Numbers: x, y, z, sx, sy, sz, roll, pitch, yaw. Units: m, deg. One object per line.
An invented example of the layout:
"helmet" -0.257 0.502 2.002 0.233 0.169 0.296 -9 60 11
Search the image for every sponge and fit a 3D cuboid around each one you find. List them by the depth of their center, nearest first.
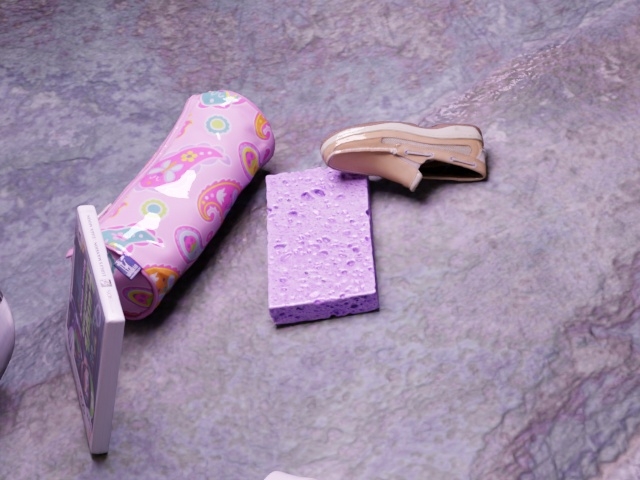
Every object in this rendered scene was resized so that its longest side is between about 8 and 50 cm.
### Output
"sponge" 0.000 0.000 1.866 0.117 0.031 0.210 -8 44 5

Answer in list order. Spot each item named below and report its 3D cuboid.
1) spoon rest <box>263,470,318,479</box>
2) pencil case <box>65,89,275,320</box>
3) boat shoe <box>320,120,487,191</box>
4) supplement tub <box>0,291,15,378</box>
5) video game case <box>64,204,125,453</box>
"spoon rest" -0.066 0.317 1.536 0.137 0.084 0.276 7 48 21
"pencil case" -0.164 -0.044 1.886 0.124 0.124 0.284 16 51 27
"boat shoe" 0.096 -0.089 1.886 0.190 0.068 0.072 -4 63 -11
"supplement tub" -0.447 0.173 1.660 0.207 0.207 0.338 2 40 16
"video game case" -0.232 0.091 1.727 0.022 0.190 0.173 -3 42 -18
